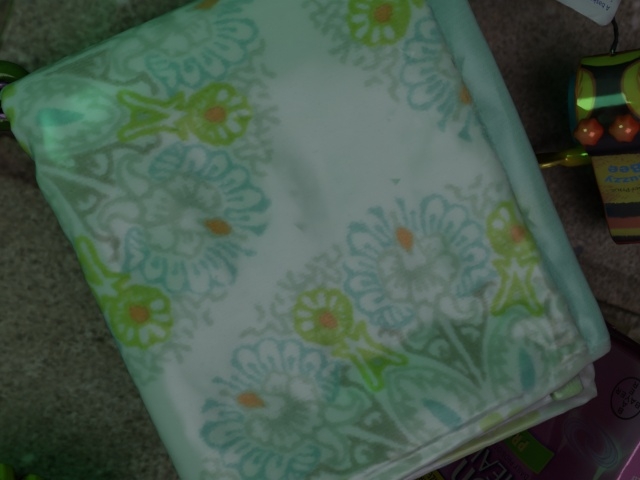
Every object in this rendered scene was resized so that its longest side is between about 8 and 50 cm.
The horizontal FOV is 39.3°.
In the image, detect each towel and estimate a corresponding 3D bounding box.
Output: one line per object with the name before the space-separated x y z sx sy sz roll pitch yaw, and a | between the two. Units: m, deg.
towel | 0.000 0.000 0.633 0.320 0.090 0.374 -25 93 -8

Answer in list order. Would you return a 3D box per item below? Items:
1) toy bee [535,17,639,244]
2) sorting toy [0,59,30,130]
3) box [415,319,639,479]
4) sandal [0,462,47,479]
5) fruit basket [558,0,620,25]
toy bee | 0.237 -0.094 0.738 0.195 0.162 0.298 -25 114 39
sorting toy | -0.247 -0.087 0.631 0.102 0.042 0.061 -20 114 -13
box | 0.221 0.197 0.803 0.117 0.213 0.243 23 100 -25
sandal | -0.336 0.202 0.660 0.138 0.126 0.317 -47 115 5
fruit basket | 0.139 -0.373 0.600 0.327 0.165 0.353 19 101 -24
